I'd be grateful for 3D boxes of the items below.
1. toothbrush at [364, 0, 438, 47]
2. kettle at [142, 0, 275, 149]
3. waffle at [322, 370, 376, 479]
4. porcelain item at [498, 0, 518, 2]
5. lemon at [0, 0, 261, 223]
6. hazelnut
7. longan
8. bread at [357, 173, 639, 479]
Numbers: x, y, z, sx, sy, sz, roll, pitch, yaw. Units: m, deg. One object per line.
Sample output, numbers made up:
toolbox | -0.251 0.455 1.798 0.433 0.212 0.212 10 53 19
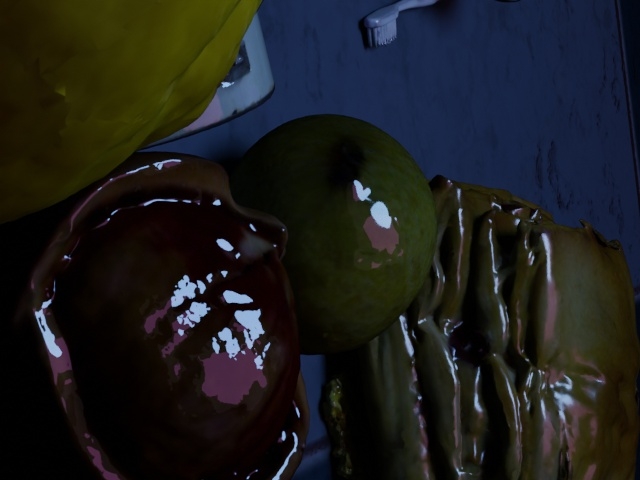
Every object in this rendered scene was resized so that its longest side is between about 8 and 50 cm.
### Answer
toothbrush | 0.097 -0.203 1.613 0.286 0.020 0.025 -38 128 -58
kettle | -0.104 -0.173 1.001 0.161 0.221 0.236 -30 113 -47
waffle | 0.024 0.135 1.417 0.078 0.016 0.085 -2 88 -62
porcelain item | 0.117 -0.329 1.552 0.186 0.138 0.288 -87 155 -50
lemon | -0.169 -0.171 0.767 0.348 0.348 0.348 18 70 -61
hazelnut | -0.093 0.051 1.051 0.170 0.160 0.202 -66 147 -41
longan | 0.000 0.000 1.280 0.145 0.176 0.155 43 58 6
bread | 0.149 0.099 1.470 0.277 0.167 0.325 6 72 -62
